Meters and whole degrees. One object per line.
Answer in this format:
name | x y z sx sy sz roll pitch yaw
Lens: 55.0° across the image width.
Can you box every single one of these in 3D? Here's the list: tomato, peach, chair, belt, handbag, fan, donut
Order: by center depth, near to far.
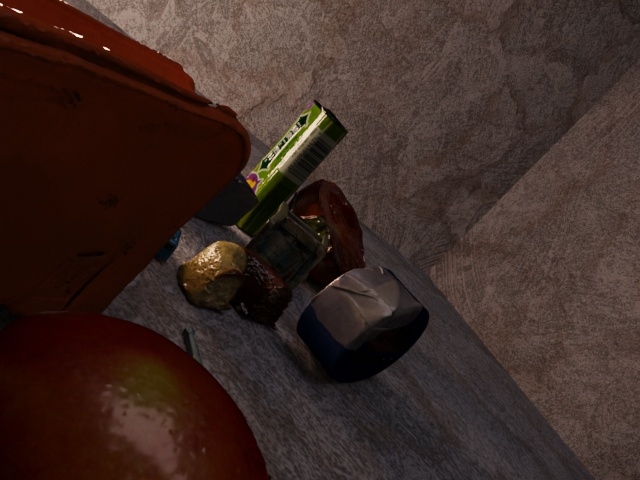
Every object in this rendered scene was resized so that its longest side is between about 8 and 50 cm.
peach | -0.142 0.156 0.420 0.226 0.190 0.196 33 -32 -12
handbag | -0.253 -0.046 0.490 0.116 0.303 0.410 48 13 16
fan | -0.150 0.174 0.774 0.038 0.016 0.193 32 16 -38
donut | -0.145 0.063 1.040 0.141 0.085 0.217 50 14 31
belt | 0.092 0.164 1.173 0.117 0.212 0.347 50 8 25
chair | -0.077 0.025 1.294 0.147 0.136 0.270 40 9 -6
tomato | -0.006 0.001 1.584 0.309 0.170 0.309 -11 90 -70

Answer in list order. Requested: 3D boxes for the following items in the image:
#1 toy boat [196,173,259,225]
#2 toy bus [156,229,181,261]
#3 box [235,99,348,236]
toy boat | -0.240 -0.114 1.274 0.078 0.127 0.283 56 14 27
toy bus | -0.253 -0.002 1.003 0.038 0.046 0.083 40 12 -19
box | -0.083 -0.173 1.479 0.097 0.345 0.134 35 13 -33
